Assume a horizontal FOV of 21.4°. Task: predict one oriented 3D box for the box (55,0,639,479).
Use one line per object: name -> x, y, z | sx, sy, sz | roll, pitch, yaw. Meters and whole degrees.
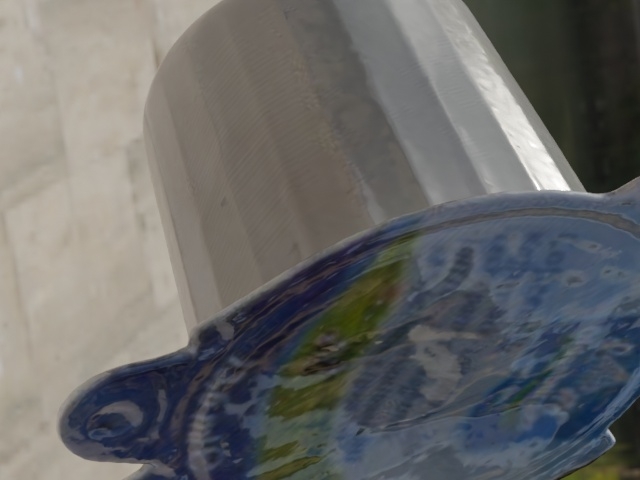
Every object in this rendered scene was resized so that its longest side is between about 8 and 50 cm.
box -> 0.000, 0.000, 0.802 | 0.262, 0.291, 0.206 | 106, -29, -45
